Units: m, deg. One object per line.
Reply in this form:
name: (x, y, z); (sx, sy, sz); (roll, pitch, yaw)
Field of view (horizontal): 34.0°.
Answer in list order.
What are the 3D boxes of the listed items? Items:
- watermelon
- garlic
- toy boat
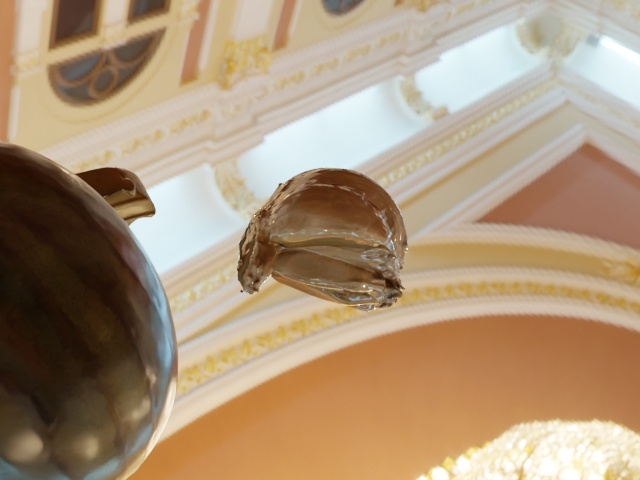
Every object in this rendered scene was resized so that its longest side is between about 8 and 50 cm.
watermelon: (-0.278, 0.067, 0.894); (0.359, 0.279, 0.279); (55, -145, -19)
garlic: (0.004, -0.002, 0.552); (0.094, 0.074, 0.113); (10, 176, -12)
toy boat: (-0.342, 0.003, 1.213); (0.310, 0.115, 0.089); (-21, -135, -21)
